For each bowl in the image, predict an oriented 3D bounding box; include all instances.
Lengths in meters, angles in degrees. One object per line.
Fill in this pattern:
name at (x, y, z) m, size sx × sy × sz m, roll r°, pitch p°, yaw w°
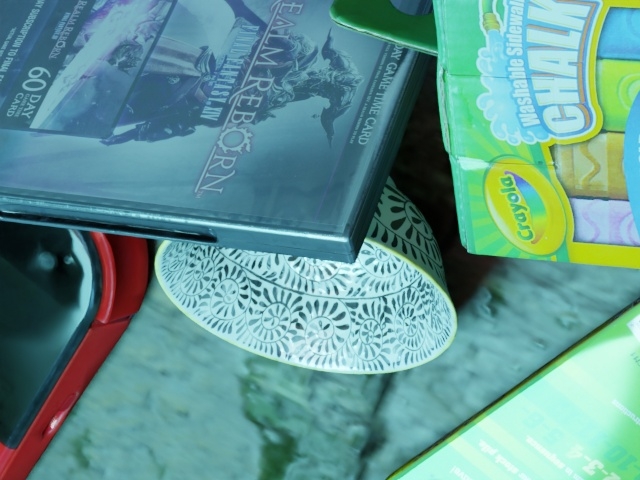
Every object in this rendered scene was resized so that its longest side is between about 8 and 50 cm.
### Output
bowl at (0.000, 0.000, 1.051) m, size 0.170 × 0.170 × 0.080 m, roll 5°, pitch 60°, yaw 17°

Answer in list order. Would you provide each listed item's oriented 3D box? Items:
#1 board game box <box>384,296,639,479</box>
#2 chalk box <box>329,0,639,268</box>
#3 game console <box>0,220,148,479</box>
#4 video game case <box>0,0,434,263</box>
board game box at (0.150, 0.131, 1.070) m, size 0.259 × 0.039 × 0.124 m, roll -38°, pitch 88°, yaw 19°
chalk box at (0.154, -0.105, 0.910) m, size 0.289 × 0.180 × 0.179 m, roll 6°, pitch 132°, yaw 18°
game console at (-0.324, 0.013, 1.194) m, size 0.386 × 0.060 × 0.342 m, roll 38°, pitch 116°, yaw 8°
video game case at (-0.083, -0.084, 1.021) m, size 0.274 × 0.196 × 0.026 m, roll 6°, pitch 143°, yaw 21°
